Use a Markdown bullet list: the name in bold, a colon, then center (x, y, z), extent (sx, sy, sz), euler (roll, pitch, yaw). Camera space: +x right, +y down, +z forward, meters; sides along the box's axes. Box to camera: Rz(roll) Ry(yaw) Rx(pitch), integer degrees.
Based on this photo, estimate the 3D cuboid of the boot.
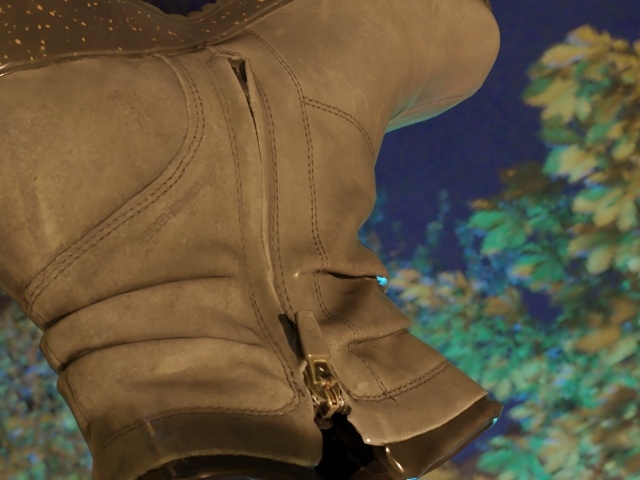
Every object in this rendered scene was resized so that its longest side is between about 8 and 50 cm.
- **boot**: center (0.000, 0.000, 0.433), extent (0.161, 0.246, 0.083), euler (54, -50, 18)
